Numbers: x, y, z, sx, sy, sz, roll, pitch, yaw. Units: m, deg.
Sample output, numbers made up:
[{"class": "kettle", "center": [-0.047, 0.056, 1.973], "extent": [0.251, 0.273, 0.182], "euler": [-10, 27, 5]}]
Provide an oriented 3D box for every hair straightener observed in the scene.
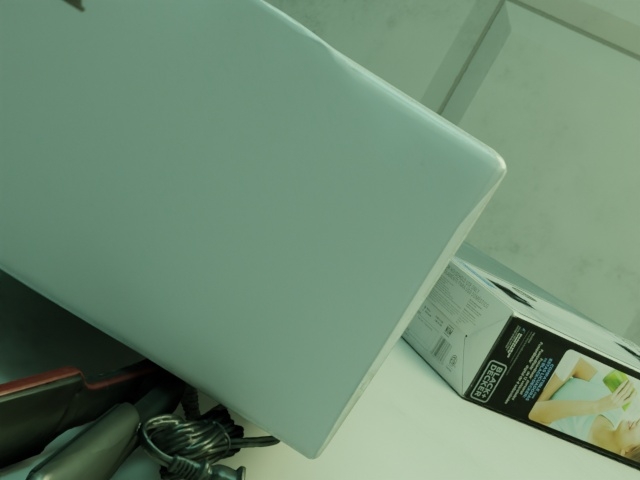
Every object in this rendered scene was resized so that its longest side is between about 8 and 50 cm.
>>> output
[{"class": "hair straightener", "center": [-0.070, 0.088, 0.430], "extent": [0.089, 0.047, 0.230], "euler": [32, 4, 12]}]

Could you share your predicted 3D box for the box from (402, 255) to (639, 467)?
[{"class": "box", "center": [0.226, 0.120, 1.031], "extent": [0.290, 0.087, 0.169], "euler": [25, 9, -27]}]

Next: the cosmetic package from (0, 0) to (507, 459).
[{"class": "cosmetic package", "center": [-0.045, -0.038, 0.676], "extent": [0.230, 0.161, 0.453], "euler": [32, 3, 1]}]
